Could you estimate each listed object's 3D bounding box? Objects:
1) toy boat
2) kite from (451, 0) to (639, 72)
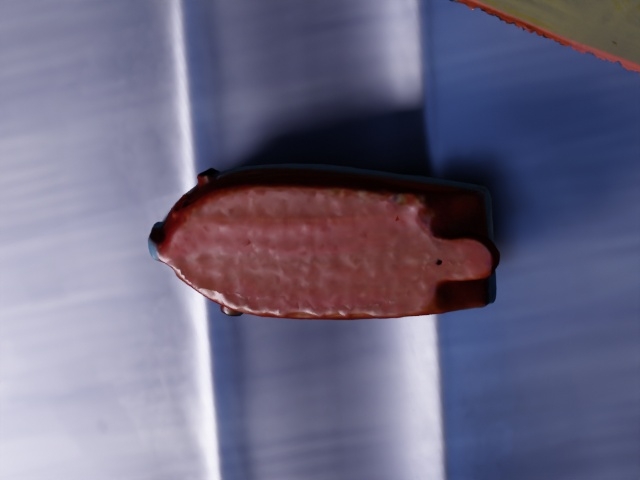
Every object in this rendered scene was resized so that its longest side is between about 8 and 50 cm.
[{"bbox_3d":[0.000,0.000,0.812,0.173,0.059,0.069,0,102,20],"label":"toy boat"},{"bbox_3d":[0.117,-0.202,0.764,0.377,0.013,0.327,-22,97,16],"label":"kite"}]
